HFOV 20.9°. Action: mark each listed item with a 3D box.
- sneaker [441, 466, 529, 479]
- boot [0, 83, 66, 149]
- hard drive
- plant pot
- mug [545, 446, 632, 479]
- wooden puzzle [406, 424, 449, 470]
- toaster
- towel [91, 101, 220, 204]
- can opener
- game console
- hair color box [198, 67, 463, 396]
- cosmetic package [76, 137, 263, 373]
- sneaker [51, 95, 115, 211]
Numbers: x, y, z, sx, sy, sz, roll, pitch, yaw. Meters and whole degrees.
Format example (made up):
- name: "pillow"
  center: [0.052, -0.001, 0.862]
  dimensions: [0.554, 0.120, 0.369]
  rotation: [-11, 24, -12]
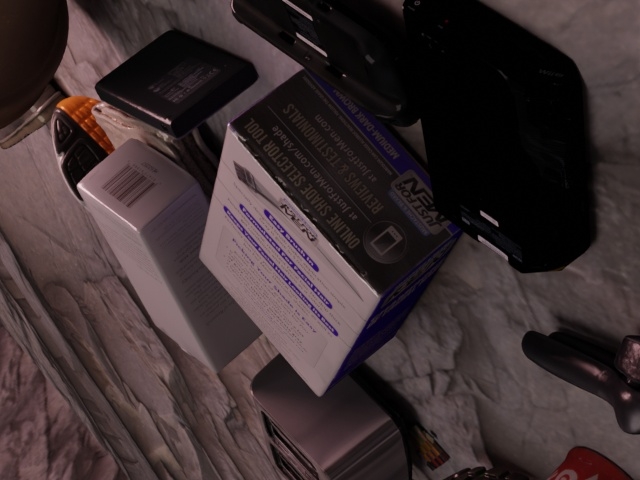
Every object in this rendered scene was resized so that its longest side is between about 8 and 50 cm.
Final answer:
- name: "sneaker"
  center: [0.221, 0.347, 1.611]
  dimensions: [0.343, 0.134, 0.146]
  rotation: [40, 160, 28]
- name: "boot"
  center: [-0.400, -0.217, 2.057]
  dimensions: [0.208, 0.076, 0.189]
  rotation: [47, 149, -12]
- name: "hard drive"
  center: [-0.130, -0.141, 1.541]
  dimensions: [0.135, 0.094, 0.022]
  rotation: [29, 152, 48]
- name: "plant pot"
  center: [-0.334, -0.259, 1.618]
  dimensions: [0.263, 0.263, 0.229]
  rotation: [50, 143, 0]
- name: "mug"
  center: [0.199, 0.268, 1.451]
  dimensions: [0.113, 0.169, 0.150]
  rotation: [51, 162, 0]
- name: "wooden puzzle"
  center: [0.111, 0.215, 1.812]
  dimensions: [0.049, 0.006, 0.083]
  rotation: [48, 162, 6]
- name: "toaster"
  center: [0.017, 0.212, 1.848]
  dimensions: [0.185, 0.110, 0.168]
  rotation: [44, 162, 28]
- name: "towel"
  center: [-0.124, -0.034, 1.815]
  dimensions: [0.187, 0.049, 0.282]
  rotation: [23, 149, 56]
- name: "can opener"
  center: [0.218, 0.100, 1.284]
  dimensions: [0.059, 0.073, 0.186]
  rotation: [15, -177, -29]
- name: "game console"
  center: [0.049, -0.126, 1.241]
  dimensions: [0.361, 0.044, 0.213]
  rotation: [38, 156, 32]
- name: "hair color box"
  center: [0.000, 0.000, 1.496]
  dimensions: [0.185, 0.110, 0.339]
  rotation: [49, 164, 8]
- name: "cosmetic package"
  center: [-0.147, 0.018, 1.760]
  dimensions: [0.117, 0.085, 0.231]
  rotation: [35, 160, 39]
- name: "sneaker"
  center: [-0.226, -0.048, 1.954]
  dimensions: [0.262, 0.099, 0.121]
  rotation: [57, 165, -17]
